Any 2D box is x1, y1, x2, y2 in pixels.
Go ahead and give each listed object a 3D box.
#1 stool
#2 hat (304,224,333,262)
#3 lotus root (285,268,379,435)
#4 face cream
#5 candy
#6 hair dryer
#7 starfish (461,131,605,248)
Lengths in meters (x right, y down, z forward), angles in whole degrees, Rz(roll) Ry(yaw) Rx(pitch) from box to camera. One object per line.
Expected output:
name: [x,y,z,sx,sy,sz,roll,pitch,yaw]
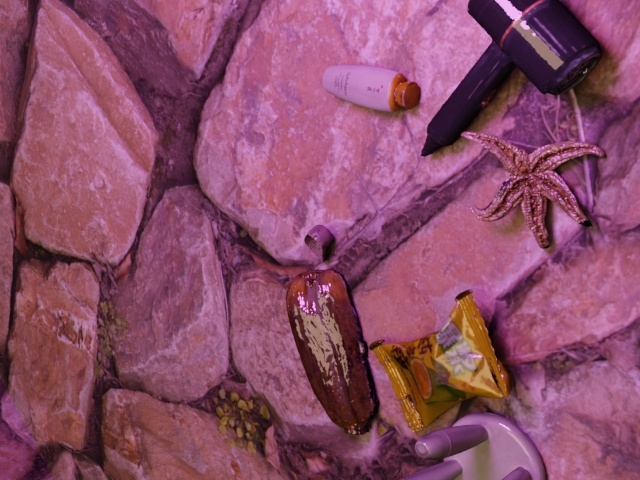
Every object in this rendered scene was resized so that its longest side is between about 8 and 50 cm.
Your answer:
stool: [0.239,0.407,1.475,0.195,0.198,0.195,44,129,24]
hat: [0.001,0.001,1.695,0.058,0.042,0.087,46,162,28]
lotus root: [0.009,0.220,1.718,0.167,0.078,0.330,-19,88,46]
face cream: [0.084,-0.262,1.531,0.182,0.051,0.072,20,111,37]
candy: [0.204,0.214,1.538,0.297,0.081,0.187,-37,76,54]
hair dryer: [0.257,-0.226,1.366,0.189,0.107,0.352,52,138,17]
starfish: [0.316,-0.097,1.361,0.238,0.057,0.213,49,119,12]
